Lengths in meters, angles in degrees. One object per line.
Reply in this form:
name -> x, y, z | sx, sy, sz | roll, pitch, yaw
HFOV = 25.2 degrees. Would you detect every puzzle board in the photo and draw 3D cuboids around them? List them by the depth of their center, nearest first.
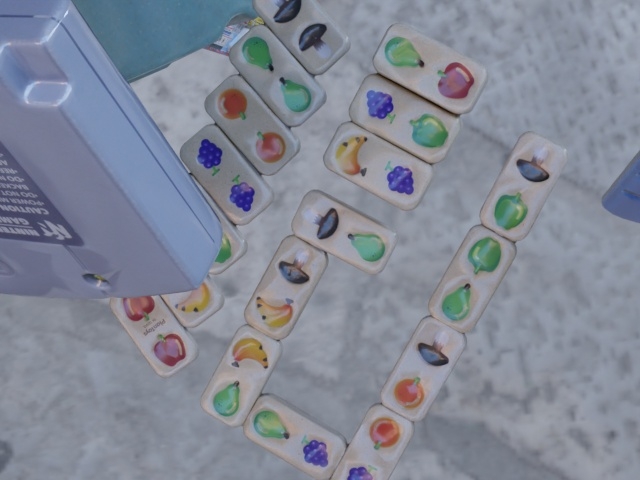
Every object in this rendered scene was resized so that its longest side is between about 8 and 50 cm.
puzzle board -> -0.071, -0.214, 1.333 | 0.011, 0.096, 0.128 | 37, 10, 13

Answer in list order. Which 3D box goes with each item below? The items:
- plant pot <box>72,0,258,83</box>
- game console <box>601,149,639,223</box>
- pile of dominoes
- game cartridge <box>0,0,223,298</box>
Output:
plant pot -> -0.206, -0.297, 1.124 | 0.341, 0.341, 0.334 | -36, 111, -38
game console -> 0.307, -0.064, 0.753 | 0.250, 0.293, 0.173 | -45, 83, 0
pile of dominoes -> 0.000, 0.000, 0.786 | 0.196, 0.040, 0.251 | 29, 100, 6
game cartridge -> -0.200, -0.044, 0.688 | 0.060, 0.294, 0.196 | -67, 149, -31
